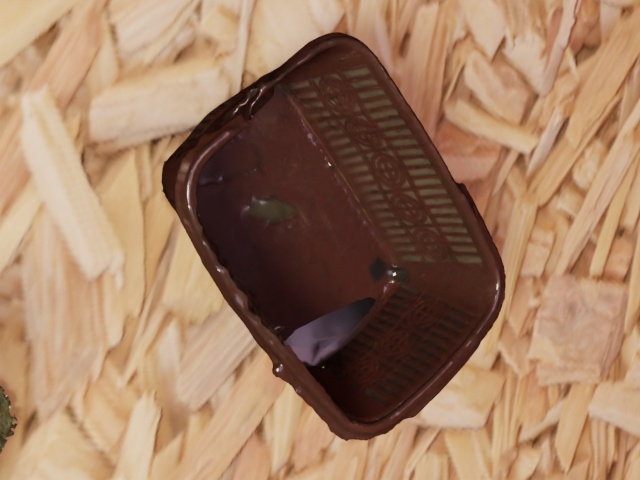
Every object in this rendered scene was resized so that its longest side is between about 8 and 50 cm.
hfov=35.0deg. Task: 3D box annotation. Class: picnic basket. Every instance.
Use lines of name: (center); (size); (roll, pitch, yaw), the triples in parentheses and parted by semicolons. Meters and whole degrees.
picnic basket: (0.000, 0.000, 0.818); (0.222, 0.129, 0.297); (-44, 116, -20)

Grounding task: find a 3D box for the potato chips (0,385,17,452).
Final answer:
potato chips: (-0.251, 0.134, 0.629); (0.059, 0.228, 0.167); (1, 80, 0)
